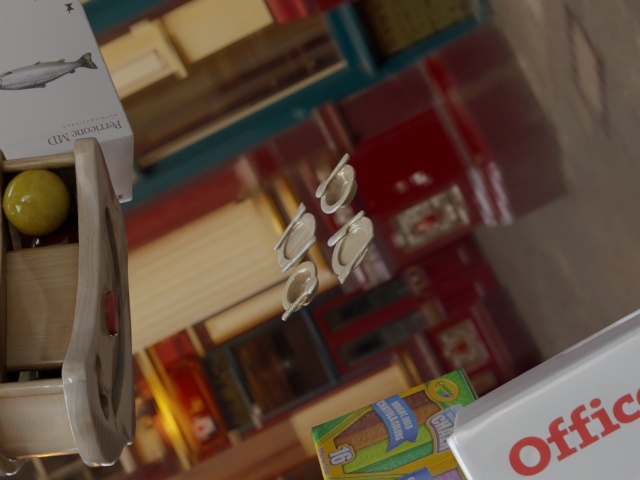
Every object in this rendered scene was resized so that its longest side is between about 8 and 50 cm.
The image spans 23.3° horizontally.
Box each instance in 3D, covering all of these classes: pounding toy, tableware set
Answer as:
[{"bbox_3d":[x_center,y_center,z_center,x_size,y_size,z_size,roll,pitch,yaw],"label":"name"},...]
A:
[{"bbox_3d":[-0.202,0.073,0.967,0.154,0.155,0.269,74,-169,-73],"label":"pounding toy"},{"bbox_3d":[0.000,0.000,1.577,0.020,0.141,0.168,29,-152,-27],"label":"tableware set"}]

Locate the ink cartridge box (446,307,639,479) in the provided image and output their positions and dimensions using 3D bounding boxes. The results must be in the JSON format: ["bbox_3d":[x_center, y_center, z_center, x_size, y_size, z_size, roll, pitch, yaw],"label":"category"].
[{"bbox_3d":[0.207,0.155,0.710,0.273,0.197,0.114,61,-175,7],"label":"ink cartridge box"}]

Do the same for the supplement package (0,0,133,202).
[{"bbox_3d":[-0.224,-0.115,1.230,0.105,0.105,0.179,106,144,-60],"label":"supplement package"}]

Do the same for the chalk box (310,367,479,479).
[{"bbox_3d":[0.118,0.224,1.493,0.132,0.213,0.132,-113,-1,-62],"label":"chalk box"}]
